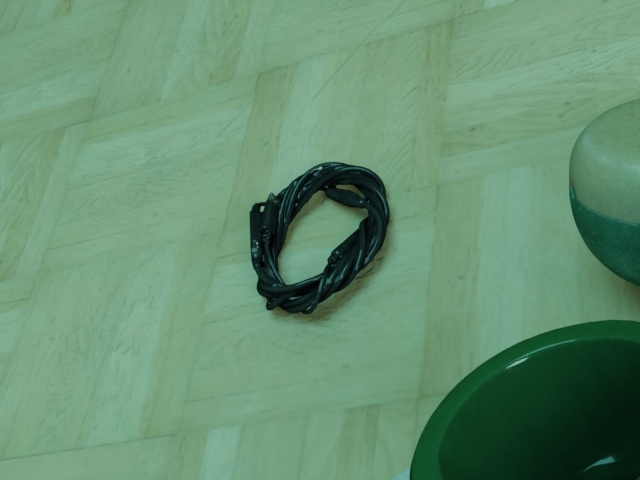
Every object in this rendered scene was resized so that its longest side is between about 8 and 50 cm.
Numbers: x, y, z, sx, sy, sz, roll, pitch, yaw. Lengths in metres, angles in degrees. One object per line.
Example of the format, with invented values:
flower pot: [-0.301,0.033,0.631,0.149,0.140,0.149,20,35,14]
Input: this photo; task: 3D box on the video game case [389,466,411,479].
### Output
video game case: [0.140,0.227,0.972,0.183,0.023,0.201,-34,42,2]

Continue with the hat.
hat: [0.168,0.163,0.729,0.173,0.184,0.208,-3,33,39]

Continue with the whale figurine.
whale figurine: [0.338,-0.036,1.023,0.272,0.141,0.216,-5,26,-1]

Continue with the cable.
cable: [0.000,0.000,1.264,0.150,0.047,0.184,-18,42,12]
